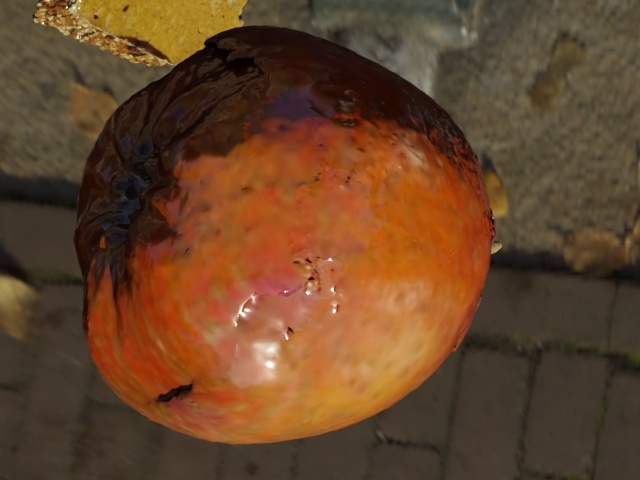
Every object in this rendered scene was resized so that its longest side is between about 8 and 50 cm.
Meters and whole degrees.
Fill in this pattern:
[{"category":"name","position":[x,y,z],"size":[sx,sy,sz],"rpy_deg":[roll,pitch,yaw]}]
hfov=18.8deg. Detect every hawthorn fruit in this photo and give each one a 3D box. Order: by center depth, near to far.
[{"category":"hawthorn fruit","position":[0.000,0.000,1.240],"size":[0.307,0.276,0.276],"rpy_deg":[4,72,-31]}]

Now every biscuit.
[{"category":"biscuit","position":[-0.128,-0.219,1.619],"size":[0.025,0.231,0.131],"rpy_deg":[26,91,28]},{"category":"biscuit","position":[-0.192,-0.213,1.746],"size":[0.131,0.237,0.026],"rpy_deg":[-20,64,37]}]
